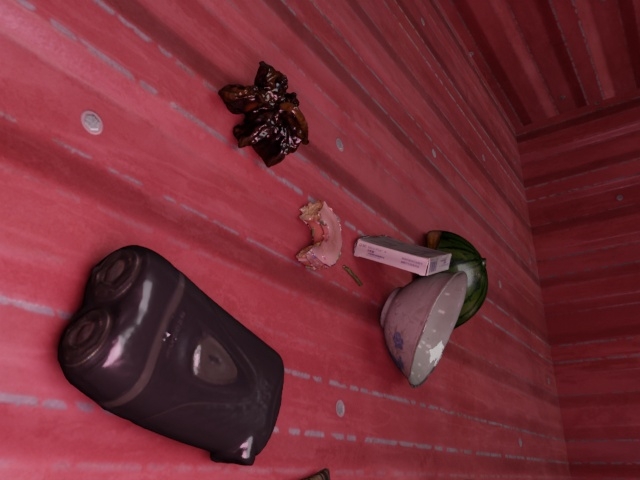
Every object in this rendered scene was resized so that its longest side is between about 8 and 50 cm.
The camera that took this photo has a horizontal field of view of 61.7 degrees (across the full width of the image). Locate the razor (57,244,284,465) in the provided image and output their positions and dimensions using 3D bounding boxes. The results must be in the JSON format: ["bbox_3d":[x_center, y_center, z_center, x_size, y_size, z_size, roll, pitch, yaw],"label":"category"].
[{"bbox_3d":[-0.188,0.171,0.752,0.349,0.113,0.205,49,41,-38],"label":"razor"}]

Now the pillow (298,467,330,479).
[{"bbox_3d":[-0.042,0.475,0.928,0.203,0.038,0.113,13,70,-54],"label":"pillow"}]

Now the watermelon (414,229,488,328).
[{"bbox_3d":[0.438,0.121,1.701,0.330,0.189,0.331,22,60,-45],"label":"watermelon"}]

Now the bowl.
[{"bbox_3d":[0.239,0.196,1.348,0.313,0.146,0.314,-43,145,-41],"label":"bowl"}]

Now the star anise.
[{"bbox_3d":[-0.096,-0.257,1.072,0.190,0.125,0.220,62,37,-13],"label":"star anise"}]

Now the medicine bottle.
[{"bbox_3d":[0.210,0.033,1.359,0.171,0.201,0.052,-7,109,-59],"label":"medicine bottle"}]

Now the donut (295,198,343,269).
[{"bbox_3d":[0.000,0.000,1.166,0.117,0.065,0.166,45,44,-37],"label":"donut"}]

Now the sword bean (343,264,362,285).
[{"bbox_3d":[0.080,0.085,1.306,0.083,0.012,0.012,48,41,-36],"label":"sword bean"}]
